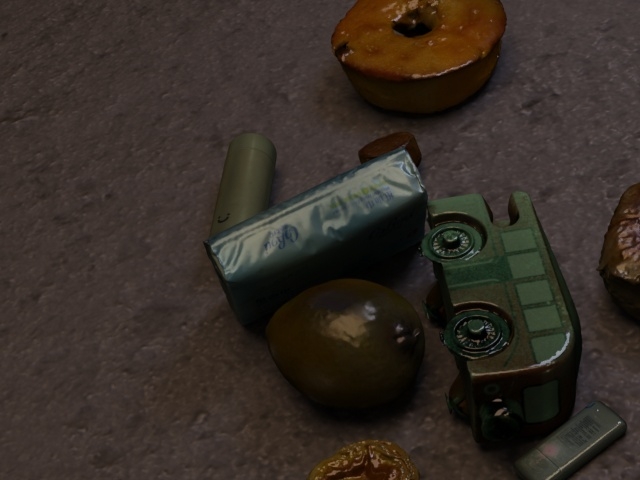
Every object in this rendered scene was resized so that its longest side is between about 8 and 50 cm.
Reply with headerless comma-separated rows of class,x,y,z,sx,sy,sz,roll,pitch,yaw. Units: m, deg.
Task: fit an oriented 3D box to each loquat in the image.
loquat,0.025,0.115,1.530,0.195,0.152,0.152,0,45,32

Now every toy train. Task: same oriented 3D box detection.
toy train,0.199,0.084,1.503,0.159,0.129,0.326,-11,42,2

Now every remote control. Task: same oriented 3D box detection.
remote control,0.262,0.216,1.417,0.124,0.018,0.053,-35,45,-15

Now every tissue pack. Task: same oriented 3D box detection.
tissue pack,0.000,0.000,1.635,0.263,0.177,0.089,-27,71,-6

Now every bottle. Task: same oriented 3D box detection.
bottle,-0.103,-0.054,1.805,0.072,0.072,0.201,-8,43,14

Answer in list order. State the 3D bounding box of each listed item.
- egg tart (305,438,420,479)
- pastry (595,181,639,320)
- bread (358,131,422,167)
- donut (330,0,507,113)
egg tart,0.045,0.267,1.424,0.130,0.052,0.130,-12,44,11
pastry,0.412,0.009,1.518,0.182,0.093,0.192,10,54,29
bread,0.094,-0.106,1.797,0.085,0.053,0.085,-19,21,8
donut,0.141,-0.283,1.918,0.253,0.118,0.253,-13,40,11
